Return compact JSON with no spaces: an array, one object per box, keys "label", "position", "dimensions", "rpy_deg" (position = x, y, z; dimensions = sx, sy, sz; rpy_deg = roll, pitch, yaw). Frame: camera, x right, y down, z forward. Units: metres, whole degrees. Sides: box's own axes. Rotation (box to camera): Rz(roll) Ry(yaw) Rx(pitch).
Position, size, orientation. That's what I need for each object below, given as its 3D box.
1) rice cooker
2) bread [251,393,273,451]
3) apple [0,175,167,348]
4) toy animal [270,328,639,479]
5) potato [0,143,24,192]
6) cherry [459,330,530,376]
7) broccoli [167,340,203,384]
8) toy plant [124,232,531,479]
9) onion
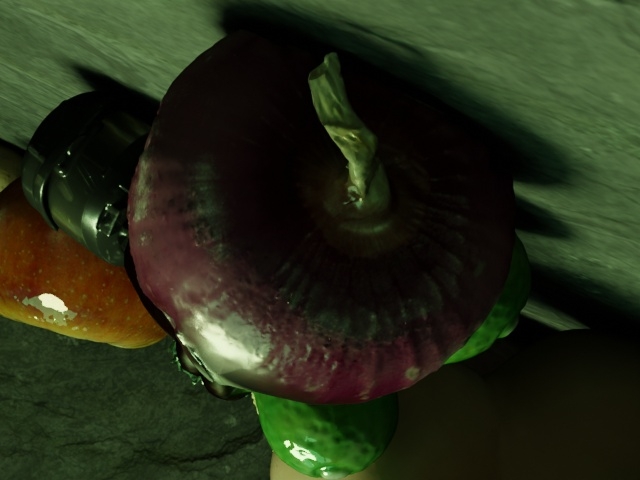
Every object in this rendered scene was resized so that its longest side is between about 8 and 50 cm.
[{"label":"rice cooker","position":[-0.159,-0.045,1.233],"dimensions":[0.106,0.112,0.165],"rpy_deg":[36,174,11]},{"label":"bread","position":[-0.039,0.118,1.469],"dimensions":[0.054,0.316,0.316],"rpy_deg":[-16,169,-1]},{"label":"apple","position":[-0.246,0.016,1.711],"dimensions":[0.210,0.173,0.235],"rpy_deg":[12,174,40]},{"label":"toy animal","position":[0.124,0.166,1.187],"dimensions":[0.269,0.326,0.237],"rpy_deg":[50,156,18]},{"label":"potato","position":[-0.379,-0.063,1.816],"dimensions":[0.147,0.112,0.112],"rpy_deg":[27,175,39]},{"label":"cherry","position":[0.120,0.172,1.422],"dimensions":[0.213,0.236,0.285],"rpy_deg":[-22,161,34]},{"label":"broccoli","position":[-0.038,0.011,1.259],"dimensions":[0.220,0.194,0.194],"rpy_deg":[3,-178,-26]},{"label":"toy plant","position":[0.001,0.032,1.044],"dimensions":[0.235,0.218,0.175],"rpy_deg":[35,-158,14]},{"label":"onion","position":[-0.005,-0.001,0.879],"dimensions":[0.207,0.200,0.201],"rpy_deg":[25,174,-41]}]
